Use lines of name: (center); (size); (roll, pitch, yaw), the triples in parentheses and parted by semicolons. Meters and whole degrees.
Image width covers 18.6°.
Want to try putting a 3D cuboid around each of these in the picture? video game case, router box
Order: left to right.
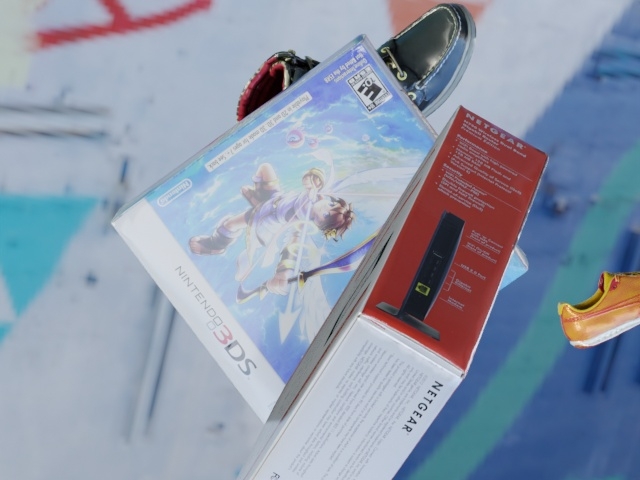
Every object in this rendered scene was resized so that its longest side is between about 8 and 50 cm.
video game case: (0.000, 0.000, 1.676); (0.244, 0.269, 0.061); (53, -171, -9)
router box: (0.029, 0.105, 1.442); (0.082, 0.335, 0.301); (30, -144, -1)

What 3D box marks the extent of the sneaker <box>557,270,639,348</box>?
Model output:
sneaker: (0.337, 0.055, 2.072); (0.175, 0.067, 0.064); (-24, -176, -6)

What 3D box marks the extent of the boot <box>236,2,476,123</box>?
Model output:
boot: (0.038, -0.171, 2.045); (0.178, 0.236, 0.085); (15, -142, -48)
